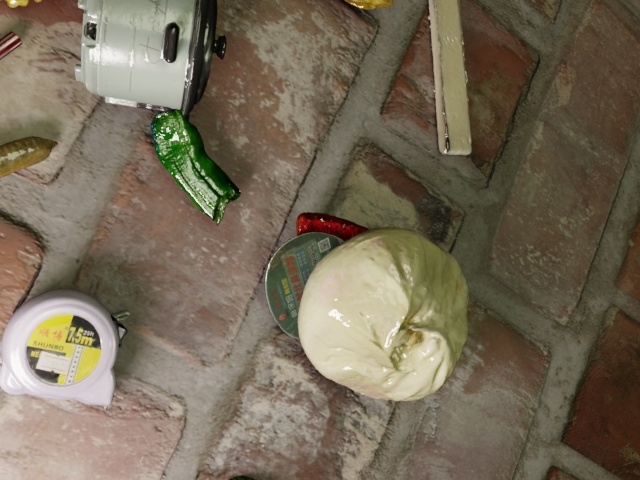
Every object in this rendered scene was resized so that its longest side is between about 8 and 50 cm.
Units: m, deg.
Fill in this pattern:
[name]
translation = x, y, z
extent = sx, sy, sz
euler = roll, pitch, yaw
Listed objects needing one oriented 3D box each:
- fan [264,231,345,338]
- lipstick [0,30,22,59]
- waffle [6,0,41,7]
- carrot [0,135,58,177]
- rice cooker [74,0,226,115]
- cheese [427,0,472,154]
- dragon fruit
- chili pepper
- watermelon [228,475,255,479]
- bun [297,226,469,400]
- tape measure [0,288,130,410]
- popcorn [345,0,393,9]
[fan]
translation = 0.007, 0.049, 1.349
extent = 0.294, 0.012, 0.223
euler = -52, 127, -3
[lipstick]
translation = -0.553, -0.272, 1.126
extent = 0.176, 0.027, 0.027
euler = -46, 108, -20
[waffle]
translation = -0.479, -0.470, 1.065
extent = 0.249, 0.056, 0.253
euler = -32, 138, 17
[carrot]
translation = -0.570, -0.099, 1.091
extent = 0.342, 0.070, 0.070
euler = -28, 101, -27
[rice cooker]
translation = -0.266, -0.332, 1.146
extent = 0.226, 0.280, 0.241
euler = 7, 107, -14
[cheese]
translation = 0.283, -0.387, 1.557
extent = 0.085, 0.034, 0.401
euler = -6, 91, -32
[dragon fruit]
translation = 0.000, 0.000, 1.376
extent = 0.162, 0.083, 0.106
euler = 7, 105, -39
[chili pepper]
translation = -0.226, -0.133, 1.269
extent = 0.098, 0.061, 0.224
euler = -37, 106, -28
[watermelon]
translation = -0.140, 0.488, 1.290
extent = 0.105, 0.062, 0.106
euler = 4, 81, -27
[bun]
translation = 0.143, 0.147, 1.331
extent = 0.360, 0.213, 0.361
euler = -10, 111, -27
[tape measure]
translation = -0.412, 0.169, 1.145
extent = 0.196, 0.105, 0.179
euler = 20, 86, -24
[popcorn]
translation = 0.083, -0.566, 1.380
extent = 0.250, 0.190, 0.250
euler = 7, 73, -25
